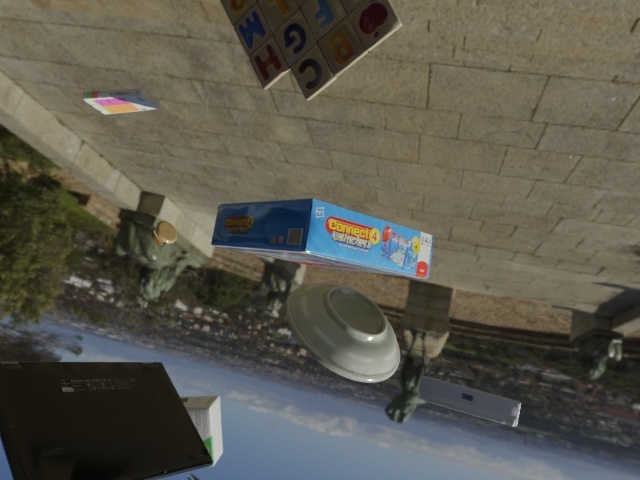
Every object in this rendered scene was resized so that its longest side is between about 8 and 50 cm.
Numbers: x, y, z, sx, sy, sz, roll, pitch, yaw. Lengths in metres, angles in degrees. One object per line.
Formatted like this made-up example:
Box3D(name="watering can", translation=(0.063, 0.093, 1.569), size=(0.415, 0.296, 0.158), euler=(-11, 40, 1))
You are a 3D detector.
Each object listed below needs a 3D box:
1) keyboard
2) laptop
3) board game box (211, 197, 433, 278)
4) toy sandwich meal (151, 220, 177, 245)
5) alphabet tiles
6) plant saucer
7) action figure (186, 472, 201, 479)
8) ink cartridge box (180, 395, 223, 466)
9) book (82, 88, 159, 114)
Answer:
Box3D(name="keyboard", translation=(0.383, 0.417, 1.317), size=(0.256, 0.072, 0.014), euler=(10, -168, 23))
Box3D(name="laptop", translation=(-0.491, 0.353, 0.967), size=(0.408, 0.236, 0.382), euler=(49, -166, 30))
Box3D(name="board game box", translation=(0.000, 0.000, 0.968), size=(0.302, 0.086, 0.308), euler=(13, 173, -39))
Box3D(name="toy sandwich meal", translation=(-0.487, -0.022, 1.576), size=(0.029, 0.085, 0.085), euler=(-27, 142, 30))
Box3D(name="alphabet tiles", translation=(-0.032, -0.392, 0.708), size=(0.285, 0.342, 0.011), euler=(-30, 173, 32))
Box3D(name="plant saucer", translation=(0.091, 0.248, 1.554), size=(0.400, 0.400, 0.100), euler=(21, 119, -21))
Box3D(name="action figure", translation=(-0.298, 0.618, 1.042), size=(0.185, 0.285, 0.099), euler=(48, 154, 15))
Box3D(name="ink cartridge box", translation=(-0.499, 0.663, 1.752), size=(0.289, 0.211, 0.121), euler=(-4, -178, 6))
Box3D(name="book", translation=(-0.475, -0.335, 1.208), size=(0.144, 0.035, 0.096), euler=(-1, 178, 7))
